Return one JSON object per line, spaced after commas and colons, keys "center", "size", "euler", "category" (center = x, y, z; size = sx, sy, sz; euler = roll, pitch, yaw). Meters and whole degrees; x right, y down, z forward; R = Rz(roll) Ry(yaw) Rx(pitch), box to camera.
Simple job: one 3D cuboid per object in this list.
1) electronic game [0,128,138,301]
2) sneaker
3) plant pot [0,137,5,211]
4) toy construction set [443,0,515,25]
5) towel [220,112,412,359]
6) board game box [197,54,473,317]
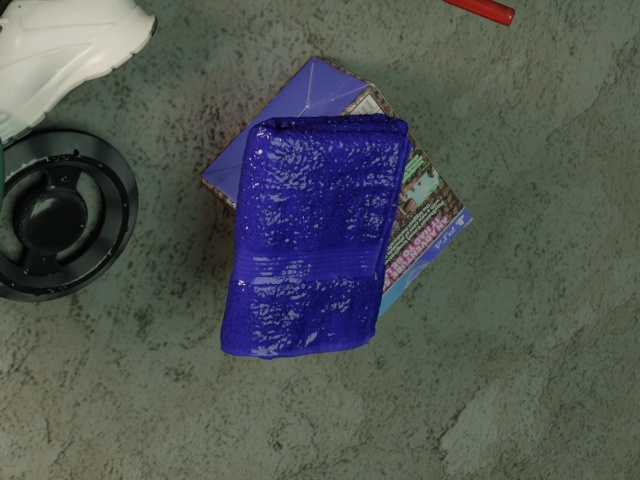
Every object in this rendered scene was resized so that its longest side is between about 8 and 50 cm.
{"center": [-0.325, -0.027, 1.403], "size": [0.229, 0.048, 0.229], "euler": [-19, 128, -27], "category": "electronic game"}
{"center": [-0.329, -0.196, 1.298], "size": [0.297, 0.111, 0.129], "euler": [-40, 107, -11], "category": "sneaker"}
{"center": [-0.447, -0.043, 1.132], "size": [0.293, 0.293, 0.235], "euler": [24, 107, -39], "category": "plant pot"}
{"center": [0.183, -0.450, 1.449], "size": [0.237, 0.257, 0.308], "euler": [21, 82, 4], "category": "toy construction set"}
{"center": [0.000, 0.000, 1.433], "size": [0.228, 0.076, 0.308], "euler": [-7, 117, -32], "category": "towel"}
{"center": [0.026, -0.057, 1.564], "size": [0.232, 0.141, 0.291], "euler": [-46, 130, -6], "category": "board game box"}
